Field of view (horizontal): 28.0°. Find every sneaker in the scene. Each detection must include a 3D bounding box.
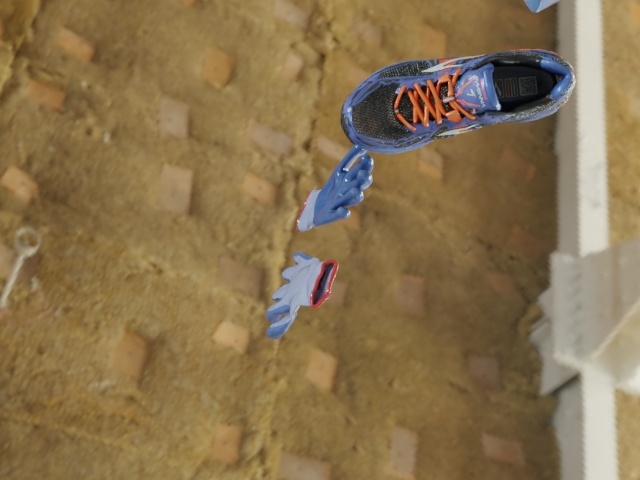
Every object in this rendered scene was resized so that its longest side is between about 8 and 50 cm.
[{"bbox_3d":[0.125,-0.132,1.137,0.221,0.087,0.083,-16,-88,-6],"label":"sneaker"}]

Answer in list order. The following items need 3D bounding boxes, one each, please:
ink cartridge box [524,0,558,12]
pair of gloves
[{"bbox_3d":[0.331,-0.407,1.332,0.285,0.395,0.166,-28,-93,1],"label":"ink cartridge box"},{"bbox_3d":[0.000,0.000,1.222,0.023,0.159,0.198,26,-107,-15],"label":"pair of gloves"}]
